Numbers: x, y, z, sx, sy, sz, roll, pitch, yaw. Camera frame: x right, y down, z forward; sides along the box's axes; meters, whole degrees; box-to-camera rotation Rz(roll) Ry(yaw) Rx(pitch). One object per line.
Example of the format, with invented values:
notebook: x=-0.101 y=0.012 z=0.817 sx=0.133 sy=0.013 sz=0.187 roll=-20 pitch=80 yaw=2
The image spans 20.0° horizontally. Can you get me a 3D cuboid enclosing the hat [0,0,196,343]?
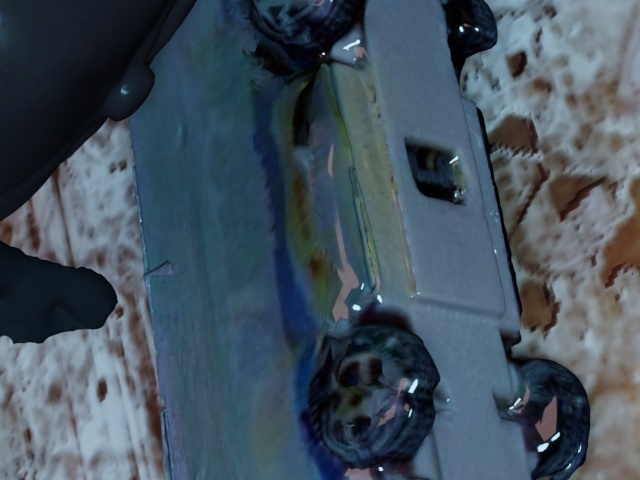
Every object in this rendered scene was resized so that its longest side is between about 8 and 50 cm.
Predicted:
hat: x=-0.112 y=-0.080 z=0.547 sx=0.209 sy=0.336 sz=0.238 roll=37 pitch=98 yaw=9

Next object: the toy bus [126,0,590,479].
toy bus: x=0.000 y=0.000 z=0.659 sx=0.138 sy=0.112 sz=0.317 roll=-24 pitch=63 yaw=36
